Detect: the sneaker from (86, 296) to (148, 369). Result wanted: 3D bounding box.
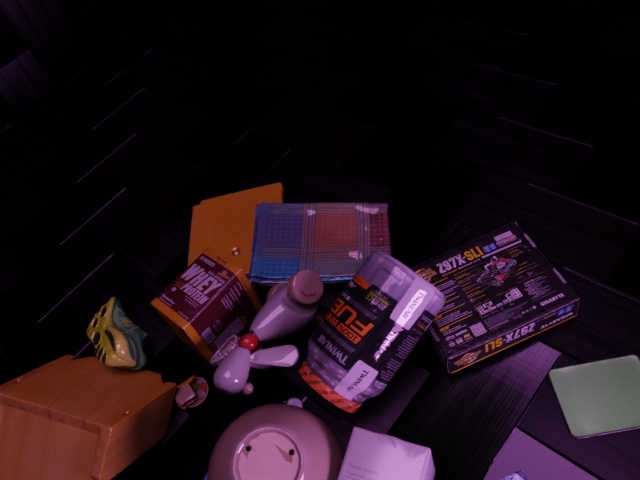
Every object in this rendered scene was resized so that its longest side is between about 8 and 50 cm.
[{"bbox_3d":[-0.519,0.248,1.464,0.109,0.123,0.295,-49,35,1],"label":"sneaker"}]

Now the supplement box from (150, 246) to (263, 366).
[{"bbox_3d":[-0.269,0.163,1.395,0.129,0.191,0.194,28,64,33],"label":"supplement box"}]

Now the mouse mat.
[{"bbox_3d":[0.576,0.312,1.148,0.190,0.007,0.152,-13,50,8],"label":"mouse mat"}]

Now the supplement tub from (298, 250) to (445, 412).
[{"bbox_3d":[0.104,0.195,1.221,0.194,0.193,0.316,34,88,35],"label":"supplement tub"}]

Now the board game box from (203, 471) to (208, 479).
[{"bbox_3d":[-0.162,0.522,1.184,0.169,0.033,0.133,-6,50,2],"label":"board game box"}]

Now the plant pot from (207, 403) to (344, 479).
[{"bbox_3d":[-0.089,0.437,1.084,0.284,0.191,0.284,-1,60,2],"label":"plant pot"}]

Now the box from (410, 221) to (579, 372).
[{"bbox_3d":[0.377,0.124,1.311,0.322,0.079,0.257,-24,48,-3],"label":"box"}]

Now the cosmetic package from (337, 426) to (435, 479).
[{"bbox_3d":[0.117,0.474,1.059,0.151,0.151,0.183,10,56,22],"label":"cosmetic package"}]

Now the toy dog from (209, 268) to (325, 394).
[{"bbox_3d":[-0.092,0.226,1.316,0.333,0.161,0.220,-49,10,-8],"label":"toy dog"}]

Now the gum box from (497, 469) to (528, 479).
[{"bbox_3d":[0.323,0.529,1.027,0.185,0.041,0.157,-24,50,-2],"label":"gum box"}]

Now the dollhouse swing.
[{"bbox_3d":[-0.552,0.484,1.310,0.347,0.304,0.315,7,13,22],"label":"dollhouse swing"}]

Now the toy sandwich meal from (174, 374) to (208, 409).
[{"bbox_3d":[-0.309,0.360,1.356,0.086,0.029,0.085,-8,51,10],"label":"toy sandwich meal"}]

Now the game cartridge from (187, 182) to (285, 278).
[{"bbox_3d":[-0.233,-0.012,1.622,0.286,0.052,0.323,-12,48,7],"label":"game cartridge"}]

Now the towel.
[{"bbox_3d":[0.000,0.000,1.505,0.371,0.040,0.271,-1,52,2],"label":"towel"}]

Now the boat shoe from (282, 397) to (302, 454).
[{"bbox_3d":[-0.076,0.414,1.239,0.040,0.049,0.142,-19,46,50],"label":"boat shoe"}]
